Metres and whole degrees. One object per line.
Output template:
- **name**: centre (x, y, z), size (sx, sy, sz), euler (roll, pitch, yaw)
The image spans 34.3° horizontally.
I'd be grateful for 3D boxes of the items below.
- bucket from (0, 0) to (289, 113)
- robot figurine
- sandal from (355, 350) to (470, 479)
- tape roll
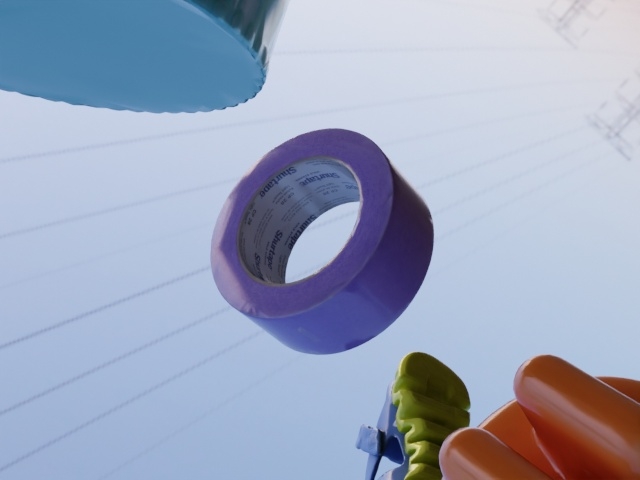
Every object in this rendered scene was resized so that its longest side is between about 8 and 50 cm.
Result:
- **bucket**: centre (-0.121, -0.177, 0.447), size (0.281, 0.183, 0.281), euler (12, 172, 2)
- **robot figurine**: centre (0.125, 0.146, 0.437), size (0.219, 0.128, 0.158), euler (57, -144, -36)
- **sandal**: centre (0.101, 0.280, 1.135), size (0.126, 0.138, 0.317), euler (29, -143, -17)
- **tape roll**: centre (0.000, 0.000, 0.920), size (0.080, 0.189, 0.189), euler (43, -164, -45)
